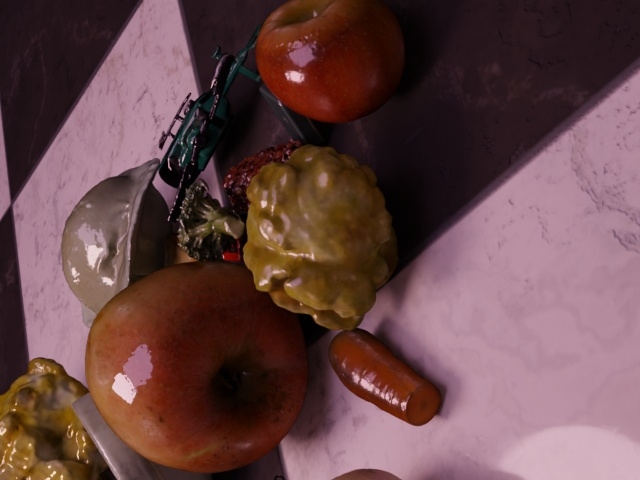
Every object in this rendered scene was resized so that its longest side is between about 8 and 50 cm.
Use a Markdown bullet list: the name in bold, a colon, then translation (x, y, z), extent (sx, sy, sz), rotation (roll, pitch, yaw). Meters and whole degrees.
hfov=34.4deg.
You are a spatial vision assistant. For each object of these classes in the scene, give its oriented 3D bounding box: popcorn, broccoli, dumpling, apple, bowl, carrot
- **popcorn**: translation (-0.575, 0.443, 2.166), extent (0.292, 0.294, 0.334), rotation (-41, 37, 42)
- **broccoli**: translation (-0.162, -0.025, 1.626), extent (0.122, 0.118, 0.204), rotation (-67, 19, -8)
- **dumpling**: translation (-0.402, 0.022, 1.998), extent (0.212, 0.270, 0.320), rotation (4, 124, 16)
- **apple**: translation (-0.197, 0.199, 1.624), extent (0.305, 0.339, 0.338), rotation (0, 84, 58)
- **popcorn**: translation (0.000, 0.000, 1.495), extent (0.250, 0.235, 0.241), rotation (106, 179, -83)
- **apple**: translation (0.017, -0.271, 1.529), extent (0.210, 0.173, 0.235), rotation (-31, 33, -3)
- **bowl**: translation (-0.296, 0.375, 1.817), extent (0.307, 0.163, 0.307), rotation (47, 159, 24)
- **carrot**: translation (0.084, 0.193, 1.446), extent (0.193, 0.087, 0.087), rotation (39, 116, 47)

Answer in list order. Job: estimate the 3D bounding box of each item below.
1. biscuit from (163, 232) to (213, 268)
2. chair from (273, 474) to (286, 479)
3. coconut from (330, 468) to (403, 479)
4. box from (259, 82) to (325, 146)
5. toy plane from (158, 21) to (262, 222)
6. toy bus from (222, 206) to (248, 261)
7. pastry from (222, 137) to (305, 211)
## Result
- **biscuit**: translation (-0.246, 0.170, 1.922), extent (0.335, 0.078, 0.329), rotation (-60, 44, 29)
- **chair**: translation (-0.048, 0.491, 1.566), extent (0.140, 0.221, 0.145), rotation (-40, 10, 45)
- **coconut**: translation (0.067, 0.414, 1.344), extent (0.197, 0.237, 0.237), rotation (-28, 52, 1)
- **box**: translation (-0.047, -0.203, 1.666), extent (0.031, 0.126, 0.091), rotation (-41, 42, -6)
- **toy plane**: translation (-0.197, -0.223, 1.853), extent (0.381, 0.106, 0.155), rotation (-58, 16, 13)
- **toy bus**: translation (-0.164, -0.013, 1.833), extent (0.195, 0.081, 0.089), rotation (6, 99, 54)
- **pastry**: translation (-0.078, -0.097, 1.696), extent (0.208, 0.115, 0.097), rotation (-11, 114, 52)
